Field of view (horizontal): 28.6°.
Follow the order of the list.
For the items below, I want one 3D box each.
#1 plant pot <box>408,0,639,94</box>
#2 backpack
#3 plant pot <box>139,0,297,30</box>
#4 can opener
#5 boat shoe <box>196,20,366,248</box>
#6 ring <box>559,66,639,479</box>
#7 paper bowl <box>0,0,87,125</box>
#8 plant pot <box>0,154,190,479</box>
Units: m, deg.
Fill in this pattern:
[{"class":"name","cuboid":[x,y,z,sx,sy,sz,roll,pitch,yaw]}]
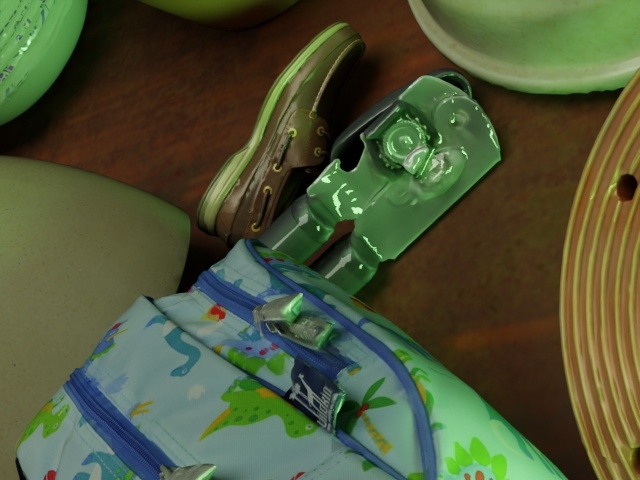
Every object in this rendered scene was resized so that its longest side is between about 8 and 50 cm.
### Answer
[{"class":"plant pot","cuboid":[0.113,-0.302,0.706,0.333,0.305,0.334,-19,54,29]},{"class":"backpack","cuboid":[0.002,0.151,0.612,0.355,0.290,0.273,7,63,49]},{"class":"plant pot","cuboid":[-0.098,-0.299,0.970,0.291,0.203,0.291,-20,56,32]},{"class":"can opener","cuboid":[0.000,0.000,0.834,0.283,0.076,0.095,-43,14,14]},{"class":"boat shoe","cuboid":[-0.016,-0.068,0.882,0.060,0.064,0.178,33,92,16]},{"class":"ring","cuboid":[0.240,0.032,0.548,0.336,0.032,0.337,-5,84,52]},{"class":"paper bowl","cuboid":[-0.329,-0.217,1.161,0.284,0.148,0.284,-20,55,32]},{"class":"plant pot","cuboid":[-0.244,0.054,0.836,0.284,0.191,0.284,-50,20,26]}]
